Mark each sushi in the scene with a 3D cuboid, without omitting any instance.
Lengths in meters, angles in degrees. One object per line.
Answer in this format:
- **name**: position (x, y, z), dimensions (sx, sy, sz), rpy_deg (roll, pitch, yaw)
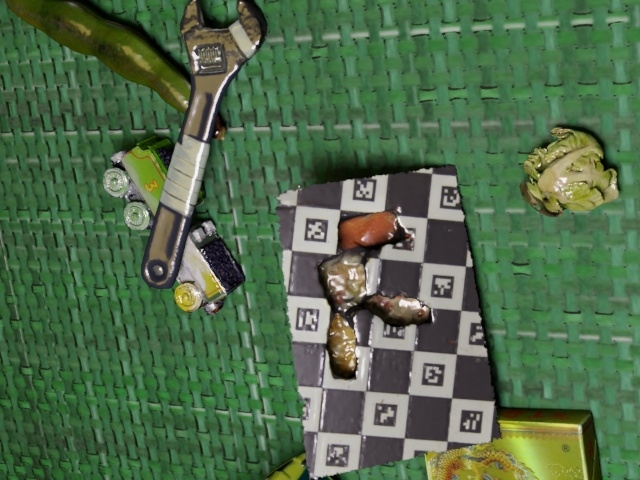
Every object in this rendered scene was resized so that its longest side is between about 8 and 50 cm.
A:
- **sushi**: position (0.057, 0.074, 1.265), dimensions (0.193, 0.043, 0.279), rpy_deg (-10, 95, -6)

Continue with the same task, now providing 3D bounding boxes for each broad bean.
- **broad bean**: position (-0.213, -0.200, 1.362), dimensions (0.297, 0.043, 0.060), rpy_deg (32, 130, 14)

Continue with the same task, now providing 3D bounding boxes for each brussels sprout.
- **brussels sprout**: position (0.216, -0.056, 1.171), dimensions (0.085, 0.058, 0.085), rpy_deg (21, 121, 40)

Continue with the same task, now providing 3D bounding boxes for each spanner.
- **spanner**: position (-0.134, -0.098, 1.325), dimensions (0.087, 0.024, 0.315), rpy_deg (20, 106, 7)

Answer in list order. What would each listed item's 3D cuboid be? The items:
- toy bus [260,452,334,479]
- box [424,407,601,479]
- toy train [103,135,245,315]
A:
- **toy bus**: position (0.005, 0.359, 1.385), dimensions (0.262, 0.150, 0.128), rpy_deg (47, 123, 0)
- **box**: position (0.208, 0.319, 1.321), dimensions (0.173, 0.043, 0.311), rpy_deg (-2, 107, 30)
- **toy train**: position (-0.152, -0.015, 1.387), dimensions (0.081, 0.060, 0.202), rpy_deg (-30, 94, 28)
